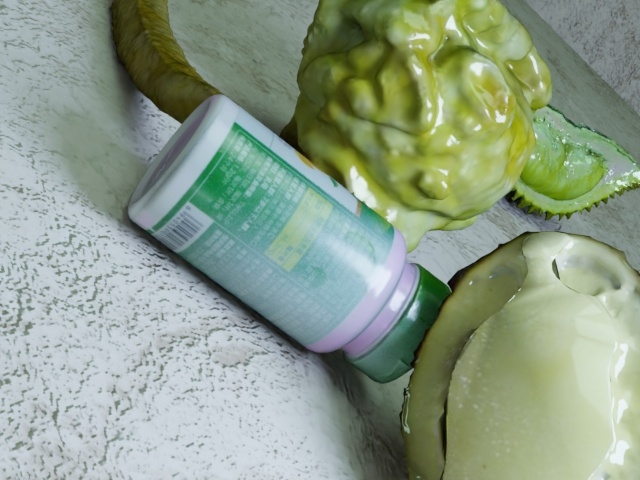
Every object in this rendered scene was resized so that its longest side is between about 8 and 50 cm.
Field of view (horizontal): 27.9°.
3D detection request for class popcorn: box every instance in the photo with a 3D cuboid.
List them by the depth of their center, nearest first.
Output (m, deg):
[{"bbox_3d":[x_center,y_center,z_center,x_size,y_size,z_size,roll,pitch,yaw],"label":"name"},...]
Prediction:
[{"bbox_3d":[0.095,-0.152,1.371,0.312,0.312,0.312,36,23,-18],"label":"popcorn"}]

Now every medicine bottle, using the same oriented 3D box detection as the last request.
[{"bbox_3d":[-0.020,0.006,1.101,0.274,0.133,0.133,38,22,-15],"label":"medicine bottle"}]

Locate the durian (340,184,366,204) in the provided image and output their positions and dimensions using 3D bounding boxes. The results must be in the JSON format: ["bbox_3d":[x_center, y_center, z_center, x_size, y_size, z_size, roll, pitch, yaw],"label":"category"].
[{"bbox_3d":[0.000,0.000,1.229,0.215,0.086,0.100,48,36,6],"label":"durian"}]

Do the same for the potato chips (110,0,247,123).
[{"bbox_3d":[-0.154,-0.186,1.276,0.057,0.080,0.407,40,11,-34],"label":"potato chips"}]

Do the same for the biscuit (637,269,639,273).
[{"bbox_3d":[0.333,0.092,1.522,0.250,0.133,0.032,86,4,-63],"label":"biscuit"}]

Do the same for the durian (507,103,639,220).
[{"bbox_3d":[0.315,-0.144,1.903,0.352,0.169,0.158,28,27,-31],"label":"durian"}]

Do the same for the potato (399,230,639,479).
[{"bbox_3d":[0.190,0.157,1.067,0.242,0.242,0.285,28,48,-33],"label":"potato"}]
